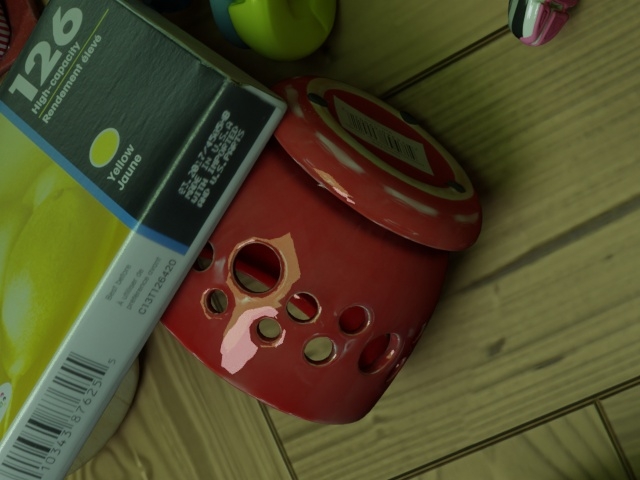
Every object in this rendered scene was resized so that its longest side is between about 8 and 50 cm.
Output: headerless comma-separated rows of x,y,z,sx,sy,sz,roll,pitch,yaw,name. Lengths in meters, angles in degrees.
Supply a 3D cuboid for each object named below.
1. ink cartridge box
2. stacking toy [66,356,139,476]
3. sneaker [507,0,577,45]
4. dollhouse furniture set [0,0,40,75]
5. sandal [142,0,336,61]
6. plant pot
-0.195,-0.027,1.225,0.307,0.072,0.303,37,98,45,ink cartridge box
-0.300,0.053,1.426,0.330,0.141,0.141,33,113,29,stacking toy
0.131,-0.211,1.165,0.075,0.063,0.170,7,96,28,sneaker
-0.382,-0.279,1.374,0.152,0.201,0.374,-33,75,30,dollhouse furniture set
-0.084,-0.277,1.245,0.138,0.126,0.317,-2,96,34,sandal
0.000,0.000,1.200,0.191,0.191,0.174,43,113,17,plant pot
